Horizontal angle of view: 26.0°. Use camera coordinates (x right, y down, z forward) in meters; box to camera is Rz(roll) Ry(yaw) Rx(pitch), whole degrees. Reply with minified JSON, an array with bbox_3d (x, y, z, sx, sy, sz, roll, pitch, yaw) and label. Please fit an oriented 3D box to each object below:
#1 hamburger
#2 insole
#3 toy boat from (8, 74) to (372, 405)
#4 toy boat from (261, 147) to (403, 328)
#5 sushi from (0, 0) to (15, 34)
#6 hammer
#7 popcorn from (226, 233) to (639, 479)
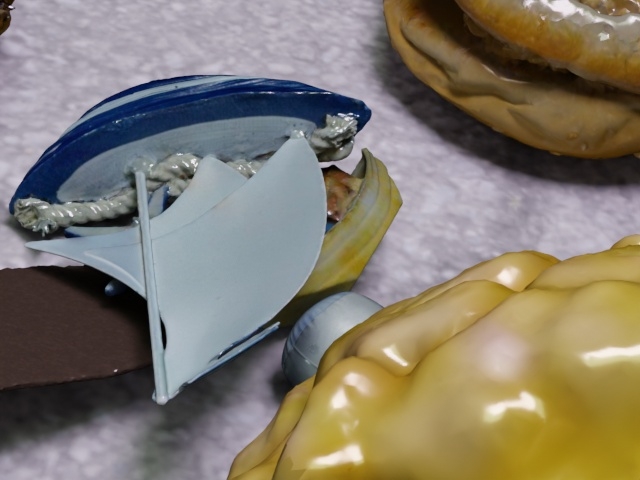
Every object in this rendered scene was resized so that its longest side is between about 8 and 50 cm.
[{"bbox_3d":[0.193,-0.183,1.002,0.318,0.158,0.318,8,45,-8],"label":"hamburger"},{"bbox_3d":[-0.177,0.052,0.708,0.111,0.007,0.328,31,26,29],"label":"insole"},{"bbox_3d":[-0.091,-0.012,0.792,0.210,0.070,0.291,-3,36,19],"label":"toy boat"},{"bbox_3d":[0.000,0.000,0.840,0.066,0.065,0.172,33,41,-1],"label":"toy boat"},{"bbox_3d":[-0.290,-0.173,0.860,0.200,0.204,0.213,1,2,25],"label":"sushi"},{"bbox_3d":[-0.006,0.112,0.734,0.116,0.069,0.194,37,54,19],"label":"hammer"},{"bbox_3d":[0.108,0.204,0.486,0.344,0.354,0.390,-28,70,6],"label":"popcorn"}]
